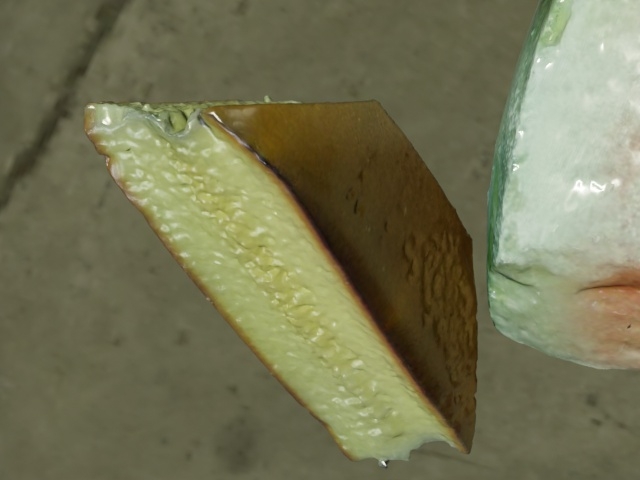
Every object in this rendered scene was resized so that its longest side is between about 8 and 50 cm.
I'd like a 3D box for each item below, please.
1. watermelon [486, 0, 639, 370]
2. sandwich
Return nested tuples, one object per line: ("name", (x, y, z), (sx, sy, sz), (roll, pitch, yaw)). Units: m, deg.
("watermelon", (0.174, -0.012, 0.591), (0.241, 0.094, 0.154), (16, 92, 10))
("sandwich", (0.000, 0.000, 0.815), (0.094, 0.258, 0.096), (1, 53, 34))
